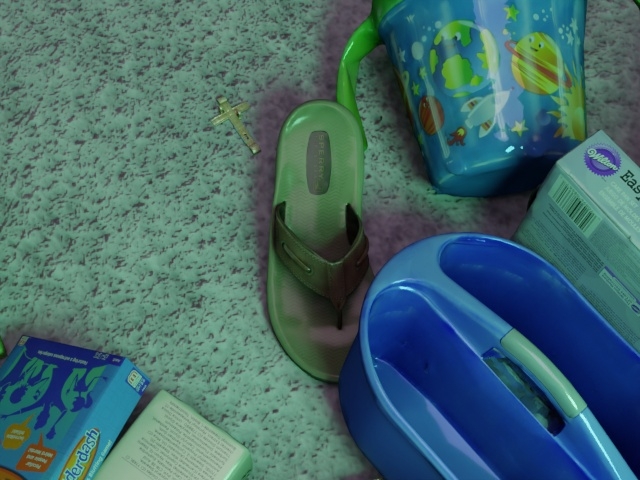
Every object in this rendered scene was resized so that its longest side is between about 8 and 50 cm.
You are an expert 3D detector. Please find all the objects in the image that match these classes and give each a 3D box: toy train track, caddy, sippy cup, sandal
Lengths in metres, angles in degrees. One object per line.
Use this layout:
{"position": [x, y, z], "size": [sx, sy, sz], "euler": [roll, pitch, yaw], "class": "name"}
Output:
{"position": [-0.094, -0.134, 1.191], "size": [0.048, 0.014, 0.083], "euler": [-30, 72, -14], "class": "toy train track"}
{"position": [0.176, 0.150, 0.970], "size": [0.241, 0.179, 0.341], "euler": [-36, 76, -28], "class": "caddy"}
{"position": [0.184, -0.170, 1.116], "size": [0.240, 0.305, 0.224], "euler": [-1, 77, -33], "class": "sippy cup"}
{"position": [-0.002, -0.001, 1.081], "size": [0.120, 0.086, 0.302], "euler": [-5, 85, -2], "class": "sandal"}

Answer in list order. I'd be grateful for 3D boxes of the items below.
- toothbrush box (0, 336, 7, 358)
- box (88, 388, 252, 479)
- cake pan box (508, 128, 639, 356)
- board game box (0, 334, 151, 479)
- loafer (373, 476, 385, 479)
{"position": [-0.414, 0.006, 0.973], "size": [0.122, 0.283, 0.206], "euler": [-23, 71, -12], "class": "toothbrush box"}
{"position": [-0.185, 0.284, 0.970], "size": [0.113, 0.094, 0.275], "euler": [34, 70, 12], "class": "box"}
{"position": [0.295, 0.049, 1.008], "size": [0.070, 0.245, 0.267], "euler": [-35, 72, -19], "class": "cake pan box"}
{"position": [-0.275, 0.196, 0.976], "size": [0.160, 0.047, 0.210], "euler": [5, 56, 37], "class": "board game box"}
{"position": [0.088, 0.249, 1.029], "size": [0.125, 0.045, 0.039], "euler": [5, 41, -5], "class": "loafer"}
